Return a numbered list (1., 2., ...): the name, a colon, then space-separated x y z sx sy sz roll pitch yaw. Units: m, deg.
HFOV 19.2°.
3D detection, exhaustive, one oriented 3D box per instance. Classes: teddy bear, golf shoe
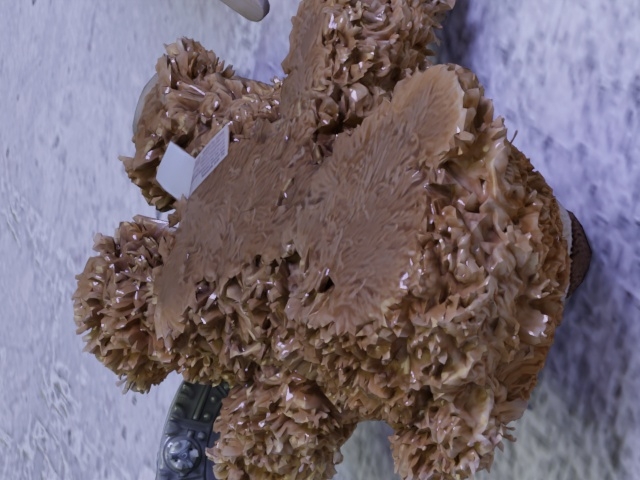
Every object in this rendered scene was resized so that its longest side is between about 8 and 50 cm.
1. teddy bear: 0.000 0.000 0.808 0.338 0.113 0.245 -20 57 54
2. golf shoe: -0.062 0.138 0.960 0.086 0.069 0.176 -162 75 -68

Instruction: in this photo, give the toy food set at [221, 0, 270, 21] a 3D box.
1. toy food set: -0.027 -0.184 0.739 0.132 0.038 0.192 38 139 2
